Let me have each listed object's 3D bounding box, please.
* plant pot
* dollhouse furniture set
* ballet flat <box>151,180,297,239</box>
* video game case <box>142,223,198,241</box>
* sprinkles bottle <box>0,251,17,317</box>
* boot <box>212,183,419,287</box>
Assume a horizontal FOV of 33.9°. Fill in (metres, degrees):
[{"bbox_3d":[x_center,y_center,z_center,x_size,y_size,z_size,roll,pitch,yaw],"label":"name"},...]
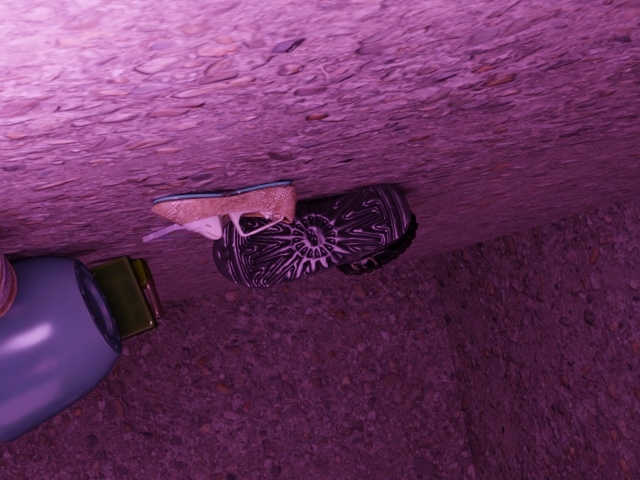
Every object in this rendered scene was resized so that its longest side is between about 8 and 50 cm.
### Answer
[{"bbox_3d":[-0.480,0.161,1.782,0.235,0.293,0.293,-25,175,0],"label":"plant pot"},{"bbox_3d":[-0.481,0.158,2.121,0.301,0.151,0.197,-21,174,0],"label":"dollhouse furniture set"},{"bbox_3d":[-0.126,-0.036,1.438,0.206,0.067,0.073,-9,176,-16],"label":"ballet flat"},{"bbox_3d":[-0.235,-0.016,1.768,0.087,0.011,0.122,-7,174,-36],"label":"video game case"},{"bbox_3d":[-0.458,0.044,1.332,0.121,0.121,0.355,-9,175,-14],"label":"sprinkles bottle"},{"bbox_3d":[0.002,0.004,1.808,0.348,0.131,0.260,-11,175,3],"label":"boot"}]
